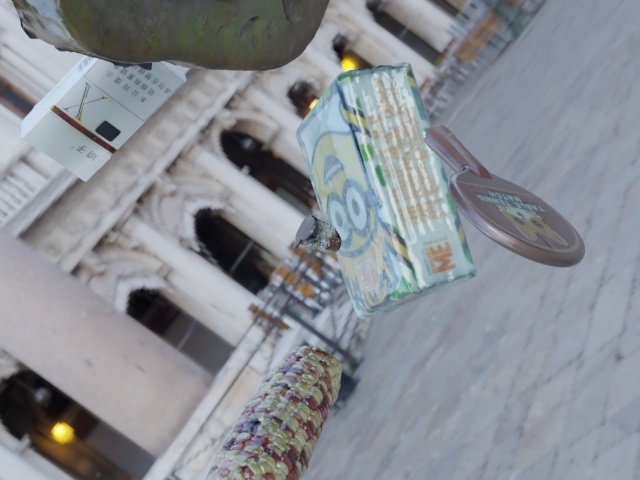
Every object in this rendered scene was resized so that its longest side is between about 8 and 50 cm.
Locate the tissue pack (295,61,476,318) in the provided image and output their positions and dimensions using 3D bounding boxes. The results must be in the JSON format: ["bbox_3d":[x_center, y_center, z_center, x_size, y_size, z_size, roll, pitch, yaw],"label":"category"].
[{"bbox_3d":[0.085,-0.063,1.382,0.128,0.311,0.228,-14,-9,-19],"label":"tissue pack"}]

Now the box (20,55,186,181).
[{"bbox_3d":[-0.218,-0.139,0.990,0.154,0.084,0.040,-43,39,14],"label":"box"}]

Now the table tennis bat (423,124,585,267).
[{"bbox_3d":[0.108,0.006,0.754,0.170,0.107,0.119,55,127,43],"label":"table tennis bat"}]

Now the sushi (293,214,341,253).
[{"bbox_3d":[0.000,0.000,1.124,0.044,0.046,0.083,-63,11,2],"label":"sushi"}]

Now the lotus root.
[{"bbox_3d":[-0.084,-0.291,0.765,0.390,0.111,0.375,-52,-31,-22],"label":"lotus root"}]

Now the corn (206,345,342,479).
[{"bbox_3d":[-0.040,0.190,1.002,0.086,0.086,0.253,-52,3,37],"label":"corn"}]
